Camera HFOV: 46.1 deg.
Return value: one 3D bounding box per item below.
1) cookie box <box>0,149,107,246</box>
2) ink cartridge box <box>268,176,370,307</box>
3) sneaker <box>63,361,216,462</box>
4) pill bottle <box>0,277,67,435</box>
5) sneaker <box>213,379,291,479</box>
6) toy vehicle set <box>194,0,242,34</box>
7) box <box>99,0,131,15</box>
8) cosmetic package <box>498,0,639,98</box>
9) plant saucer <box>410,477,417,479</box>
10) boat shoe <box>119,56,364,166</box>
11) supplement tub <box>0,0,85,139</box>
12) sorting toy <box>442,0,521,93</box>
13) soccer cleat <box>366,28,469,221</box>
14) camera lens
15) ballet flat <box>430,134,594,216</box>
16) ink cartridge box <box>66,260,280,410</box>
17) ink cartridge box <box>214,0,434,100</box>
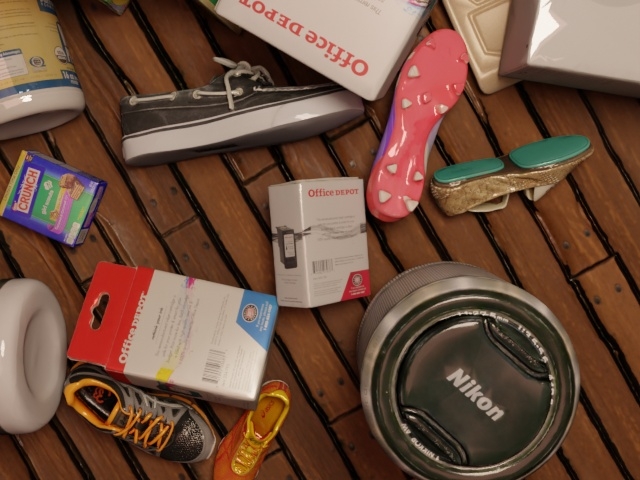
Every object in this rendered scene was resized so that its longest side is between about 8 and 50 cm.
[{"bbox_3d":[-0.344,-0.055,0.967,0.107,0.040,0.092,23,95,1],"label":"cookie box"},{"bbox_3d":[0.000,0.000,0.926,0.109,0.063,0.151,-7,94,-42],"label":"ink cartridge box"},{"bbox_3d":[-0.236,0.228,0.962,0.214,0.083,0.084,26,92,-2],"label":"sneaker"},{"bbox_3d":[-0.499,0.144,0.910,0.333,0.188,0.188,-2,94,2],"label":"pill bottle"},{"bbox_3d":[-0.094,0.260,0.969,0.064,0.067,0.175,24,95,-2],"label":"sneaker"},{"bbox_3d":[-0.118,-0.358,0.835,0.035,0.267,0.166,35,95,22],"label":"toy vehicle set"},{"bbox_3d":[-0.323,-0.426,0.819,0.279,0.290,0.177,35,93,-2],"label":"box"},{"bbox_3d":[0.346,-0.287,0.858,0.224,0.138,0.224,9,97,-1],"label":"cosmetic package"},{"bbox_3d":[0.178,0.391,0.962,0.199,0.037,0.200,-1,84,12],"label":"plant saucer"},{"bbox_3d":[-0.102,-0.167,0.922,0.306,0.113,0.105,-9,87,17],"label":"boat shoe"},{"bbox_3d":[-0.382,-0.234,0.905,0.144,0.144,0.200,-18,93,2],"label":"supplement tub"},{"bbox_3d":[0.251,-0.315,0.943,0.193,0.038,0.208,-24,97,3],"label":"sorting toy"},{"bbox_3d":[0.113,-0.142,0.935,0.083,0.095,0.248,18,86,-13],"label":"soccer cleat"},{"bbox_3d":[0.152,0.138,0.851,0.219,0.274,0.220,0,94,2],"label":"camera lens"},{"bbox_3d":[0.241,-0.078,0.949,0.206,0.073,0.067,-13,121,5],"label":"ballet flat"},{"bbox_3d":[-0.177,0.118,0.934,0.231,0.078,0.134,13,68,1],"label":"ink cartridge box"},{"bbox_3d":[0.047,-0.322,0.838,0.198,0.197,0.270,30,106,1],"label":"ink cartridge box"}]
